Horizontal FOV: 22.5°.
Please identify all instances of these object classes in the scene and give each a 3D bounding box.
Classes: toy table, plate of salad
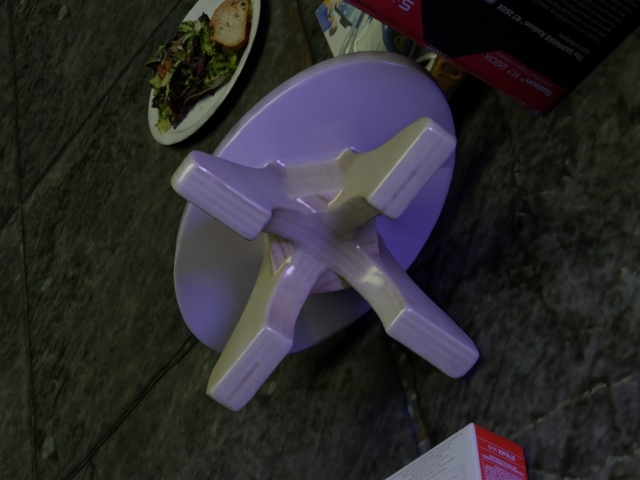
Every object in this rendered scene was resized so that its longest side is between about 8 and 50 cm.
[{"bbox_3d":[0.000,0.000,1.186,0.274,0.252,0.161,-63,12,17],"label":"toy table"},{"bbox_3d":[-0.132,-0.195,1.694,0.200,0.048,0.200,-36,41,39],"label":"plate of salad"}]

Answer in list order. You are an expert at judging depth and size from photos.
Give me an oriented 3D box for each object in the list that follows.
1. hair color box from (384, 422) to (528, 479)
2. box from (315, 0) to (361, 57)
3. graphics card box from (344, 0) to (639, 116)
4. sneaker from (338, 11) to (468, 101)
[{"bbox_3d":[0.092,0.214,1.033,0.093,0.053,0.167,-39,37,34],"label":"hair color box"},{"bbox_3d":[0.041,-0.198,1.451,0.081,0.028,0.136,-50,31,22],"label":"box"},{"bbox_3d":[0.185,-0.277,1.091,0.371,0.233,0.094,-46,34,29],"label":"graphics card box"},{"bbox_3d":[0.049,-0.107,1.322,0.296,0.112,0.131,-57,13,8],"label":"sneaker"}]
